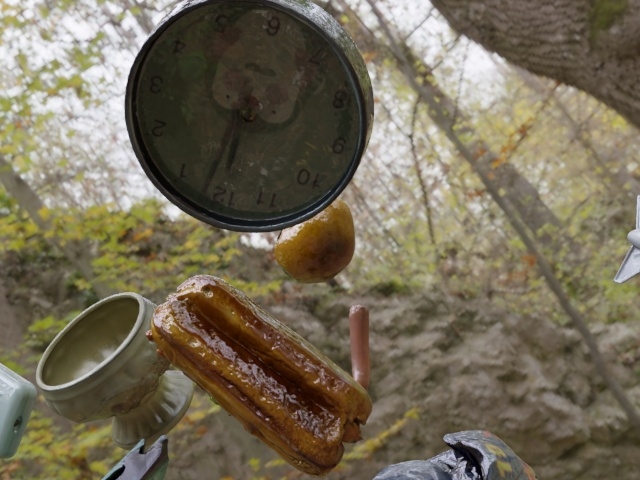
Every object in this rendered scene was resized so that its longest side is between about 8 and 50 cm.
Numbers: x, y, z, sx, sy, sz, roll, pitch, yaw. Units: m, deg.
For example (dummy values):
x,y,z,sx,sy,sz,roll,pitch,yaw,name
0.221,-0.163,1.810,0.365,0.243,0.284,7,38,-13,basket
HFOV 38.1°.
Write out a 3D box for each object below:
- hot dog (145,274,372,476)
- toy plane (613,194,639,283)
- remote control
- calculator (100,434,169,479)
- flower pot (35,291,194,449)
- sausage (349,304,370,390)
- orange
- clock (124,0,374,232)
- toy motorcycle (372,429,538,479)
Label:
x,y,z,sx,sy,sz,roll,pitch,yaw,name
-0.090,0.194,1.329,0.158,0.349,0.117,-50,-6,-31,hot dog
0.463,0.012,1.071,0.101,0.255,0.251,21,-97,-41,toy plane
-0.608,0.271,1.626,0.056,0.296,0.140,23,-94,-50,remote control
-0.333,0.437,1.383,0.274,0.058,0.248,-42,-18,-38,calculator
-0.412,0.285,1.952,0.307,0.307,0.244,-36,-61,-1,flower pot
0.079,0.216,1.849,0.040,0.176,0.047,-1,-8,-1,sausage
0.000,0.000,1.622,0.160,0.170,0.112,-30,18,-23,orange
-0.092,-0.159,1.174,0.319,0.319,0.066,-47,13,24,clock
0.062,0.228,0.721,0.307,0.108,0.173,-11,-44,-19,toy motorcycle
